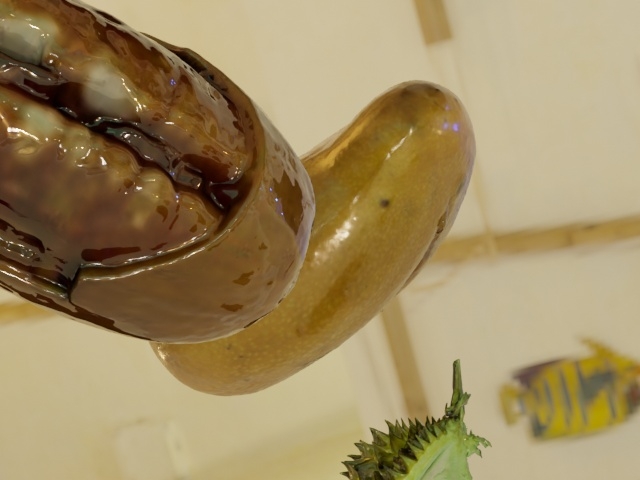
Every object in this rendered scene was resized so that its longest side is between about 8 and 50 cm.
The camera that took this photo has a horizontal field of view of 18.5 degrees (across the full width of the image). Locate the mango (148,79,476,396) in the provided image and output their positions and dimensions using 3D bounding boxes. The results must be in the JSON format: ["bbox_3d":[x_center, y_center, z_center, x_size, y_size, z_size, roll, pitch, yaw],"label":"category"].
[{"bbox_3d":[0.003,0.006,1.309,0.295,0.120,0.177,-36,175,31],"label":"mango"}]

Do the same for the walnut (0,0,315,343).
[{"bbox_3d":[-0.094,-0.035,0.672,0.116,0.207,0.116,-55,-165,22],"label":"walnut"}]

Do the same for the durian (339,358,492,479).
[{"bbox_3d":[0.059,0.172,1.228,0.100,0.215,0.086,-11,-148,-7],"label":"durian"}]
